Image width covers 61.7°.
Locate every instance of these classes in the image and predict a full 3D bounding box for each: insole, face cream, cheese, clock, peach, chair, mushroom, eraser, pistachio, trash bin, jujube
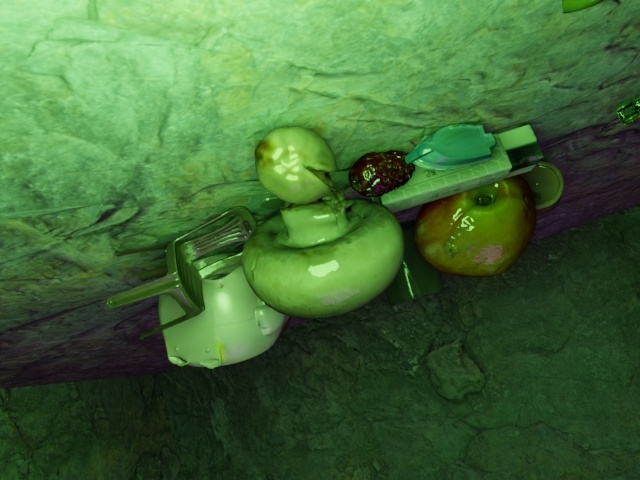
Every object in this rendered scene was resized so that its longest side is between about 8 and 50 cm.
[{"bbox_3d":[-0.066,-0.089,1.287,0.192,0.010,0.063,1,155,-47],"label":"insole"},{"bbox_3d":[0.649,-0.156,1.612,0.149,0.149,0.104,-22,163,15],"label":"face cream"},{"bbox_3d":[-0.157,-0.013,1.395,0.105,0.042,0.191,-3,160,-40],"label":"cheese"},{"bbox_3d":[-0.245,0.163,1.479,0.369,0.250,0.377,-4,-170,29],"label":"clock"},{"bbox_3d":[0.427,-0.039,1.484,0.372,0.290,0.372,-47,164,-19],"label":"peach"},{"bbox_3d":[-0.289,0.068,1.220,0.327,0.183,0.175,-19,139,3],"label":"chair"},{"bbox_3d":[0.000,0.000,1.174,0.363,0.294,0.362,-11,-158,4],"label":"mushroom"},{"bbox_3d":[0.319,-0.166,1.292,0.404,0.098,0.096,-17,165,-3],"label":"eraser"},{"bbox_3d":[-0.041,-0.131,0.949,0.144,0.143,0.215,-21,171,12],"label":"pistachio"},{"bbox_3d":[0.307,0.085,1.889,0.220,0.250,0.219,-11,170,-25],"label":"trash bin"},{"bbox_3d":[0.140,-0.151,1.164,0.166,0.104,0.104,-25,169,-25],"label":"jujube"}]

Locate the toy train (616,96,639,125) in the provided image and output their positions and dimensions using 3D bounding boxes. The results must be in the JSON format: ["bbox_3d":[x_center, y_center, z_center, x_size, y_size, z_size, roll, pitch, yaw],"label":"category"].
[{"bbox_3d":[0.858,-0.363,1.309,0.250,0.053,0.085,-28,170,33],"label":"toy train"}]

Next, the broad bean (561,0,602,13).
[{"bbox_3d":[0.434,-0.405,0.667,0.098,0.055,0.318,0,153,-32],"label":"broad bean"}]

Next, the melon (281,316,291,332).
[{"bbox_3d":[-0.217,0.257,1.944,0.223,0.222,0.317,-12,165,-22],"label":"melon"}]

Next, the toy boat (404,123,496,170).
[{"bbox_3d":[0.278,-0.192,1.176,0.215,0.088,0.102,-12,168,-26],"label":"toy boat"}]
